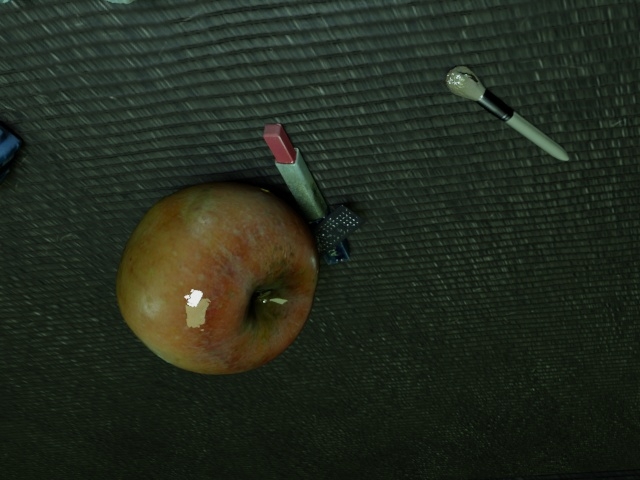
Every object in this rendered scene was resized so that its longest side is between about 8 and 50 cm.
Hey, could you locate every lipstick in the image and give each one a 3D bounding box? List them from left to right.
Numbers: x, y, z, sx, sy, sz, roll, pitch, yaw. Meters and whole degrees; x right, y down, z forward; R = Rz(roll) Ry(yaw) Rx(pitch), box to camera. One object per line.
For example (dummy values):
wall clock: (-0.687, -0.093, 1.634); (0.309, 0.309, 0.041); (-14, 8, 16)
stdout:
lipstick: (-0.022, -0.080, 0.784); (0.052, 0.051, 0.312); (-15, 128, 18)

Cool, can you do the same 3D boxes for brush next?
brush: (0.326, -0.204, 0.698); (0.300, 0.039, 0.042); (24, 125, -21)

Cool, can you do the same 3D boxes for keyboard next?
keyboard: (0.000, 0.000, 0.811); (0.064, 0.010, 0.198); (33, 130, -21)

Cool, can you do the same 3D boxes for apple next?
apple: (-0.176, 0.055, 0.732); (0.339, 0.305, 0.337); (-26, 129, -37)

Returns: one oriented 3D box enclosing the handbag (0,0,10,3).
handbag: (-0.421, -0.423, 0.492); (0.144, 0.057, 0.221); (-31, 123, 14)

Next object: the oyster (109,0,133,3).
oyster: (-0.190, -0.425, 0.439); (0.162, 0.158, 0.350); (31, 111, -22)

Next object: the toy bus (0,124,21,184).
toy bus: (-0.614, -0.175, 0.650); (0.134, 0.116, 0.234); (-36, 120, 21)
